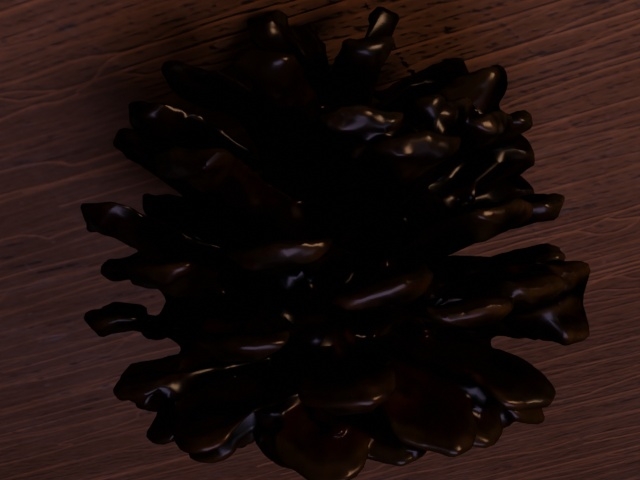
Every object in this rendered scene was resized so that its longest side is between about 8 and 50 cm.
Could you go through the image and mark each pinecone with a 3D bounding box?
[{"bbox_3d":[0.000,0.000,1.001,0.398,0.397,0.397,-6,144,-4],"label":"pinecone"}]
